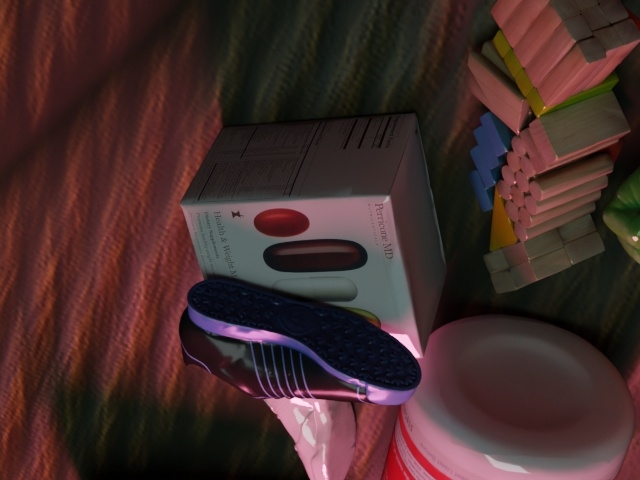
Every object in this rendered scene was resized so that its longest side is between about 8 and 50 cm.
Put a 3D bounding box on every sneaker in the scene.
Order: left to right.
[{"bbox_3d":[-0.022,0.112,1.378,0.232,0.081,0.090,21,131,9],"label":"sneaker"},{"bbox_3d":[-0.022,0.185,1.625,0.094,0.080,0.212,3,119,27],"label":"sneaker"}]

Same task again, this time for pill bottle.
[{"bbox_3d":[0.169,0.296,1.549,0.229,0.229,0.407,14,127,4],"label":"pill bottle"}]

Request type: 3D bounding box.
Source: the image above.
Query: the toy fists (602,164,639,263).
[{"bbox_3d":[0.393,0.003,1.345,0.279,0.096,0.142,19,130,-19],"label":"toy fists"}]

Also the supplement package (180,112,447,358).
[{"bbox_3d":[0.000,0.000,1.431,0.203,0.149,0.194,-3,124,18],"label":"supplement package"}]

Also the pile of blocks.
[{"bbox_3d":[0.217,-0.108,1.347,0.113,0.149,0.362,-21,140,-23],"label":"pile of blocks"}]
